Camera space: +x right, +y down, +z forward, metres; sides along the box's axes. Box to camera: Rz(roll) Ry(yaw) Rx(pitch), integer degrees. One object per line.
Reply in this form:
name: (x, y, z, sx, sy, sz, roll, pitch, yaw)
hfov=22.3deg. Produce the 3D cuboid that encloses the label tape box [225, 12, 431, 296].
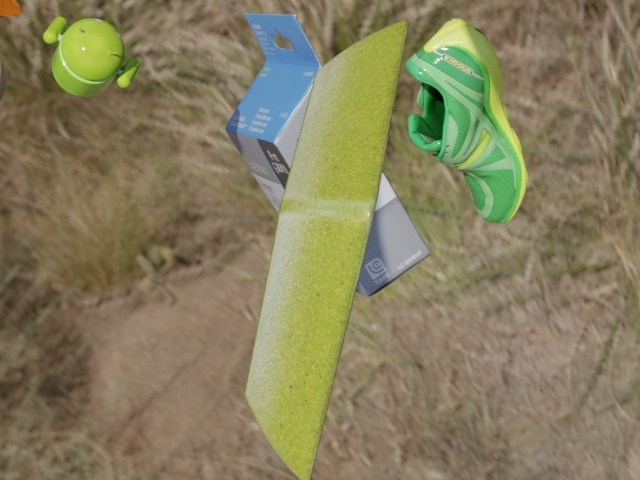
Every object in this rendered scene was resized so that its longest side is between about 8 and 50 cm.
label tape box: (-0.021, -0.110, 1.991, 0.106, 0.240, 0.333, -34, 106, -10)

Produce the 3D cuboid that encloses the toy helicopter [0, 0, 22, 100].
toy helicopter: (-0.530, -0.263, 2.082, 0.235, 0.140, 0.355, -45, 60, -12)

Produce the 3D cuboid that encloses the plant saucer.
plant saucer: (0.000, 0.000, 0.865, 0.045, 0.188, 0.188, 12, 37, 0)

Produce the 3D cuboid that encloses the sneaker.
sneaker: (0.167, -0.134, 1.962, 0.123, 0.295, 0.109, -29, 40, -8)

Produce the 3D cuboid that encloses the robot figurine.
robot figurine: (-0.240, -0.188, 1.672, 0.101, 0.115, 0.067, 32, 71, -9)
